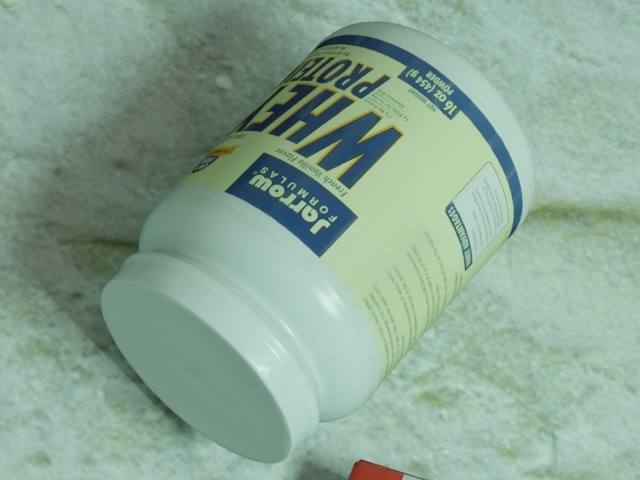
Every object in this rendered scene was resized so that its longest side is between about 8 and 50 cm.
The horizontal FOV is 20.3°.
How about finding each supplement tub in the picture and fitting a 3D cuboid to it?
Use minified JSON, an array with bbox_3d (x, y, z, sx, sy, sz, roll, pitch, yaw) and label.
[{"bbox_3d":[0.000,0.000,1.472,0.235,0.235,0.325,45,63,-3],"label":"supplement tub"}]

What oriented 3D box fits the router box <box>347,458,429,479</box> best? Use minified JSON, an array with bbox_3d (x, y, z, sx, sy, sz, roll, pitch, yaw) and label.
[{"bbox_3d":[0.113,0.374,1.407,0.301,0.082,0.335,14,65,18],"label":"router box"}]
